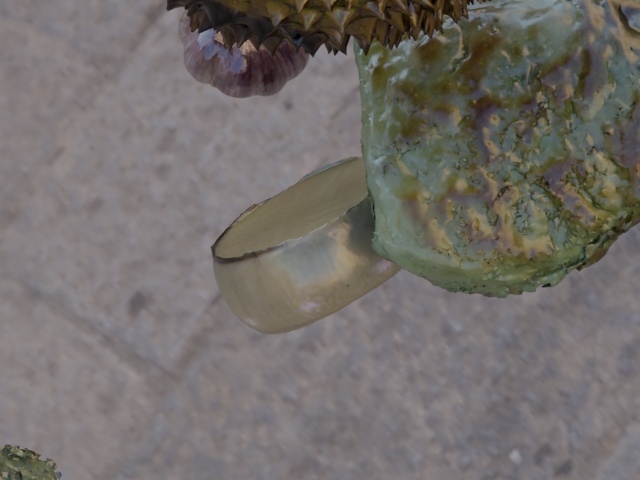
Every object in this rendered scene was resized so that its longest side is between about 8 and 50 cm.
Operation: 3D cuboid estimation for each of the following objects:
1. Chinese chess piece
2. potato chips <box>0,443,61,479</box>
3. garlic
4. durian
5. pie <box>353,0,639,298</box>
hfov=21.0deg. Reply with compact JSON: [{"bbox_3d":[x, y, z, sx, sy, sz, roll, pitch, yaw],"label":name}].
[{"bbox_3d":[0.000,0.000,1.904,0.250,0.103,0.250,-28,15,8],"label":"Chinese chess piece"},{"bbox_3d":[-0.176,0.200,1.025,0.059,0.167,0.228,-37,12,4],"label":"potato chips"},{"bbox_3d":[-0.089,-0.240,2.046,0.159,0.102,0.147,10,72,-8],"label":"garlic"},{"bbox_3d":[-0.006,-0.317,1.564,0.384,0.347,0.347,-4,61,40],"label":"durian"},{"bbox_3d":[0.222,-0.153,1.756,0.418,0.180,0.395,-16,69,0],"label":"pie"}]
